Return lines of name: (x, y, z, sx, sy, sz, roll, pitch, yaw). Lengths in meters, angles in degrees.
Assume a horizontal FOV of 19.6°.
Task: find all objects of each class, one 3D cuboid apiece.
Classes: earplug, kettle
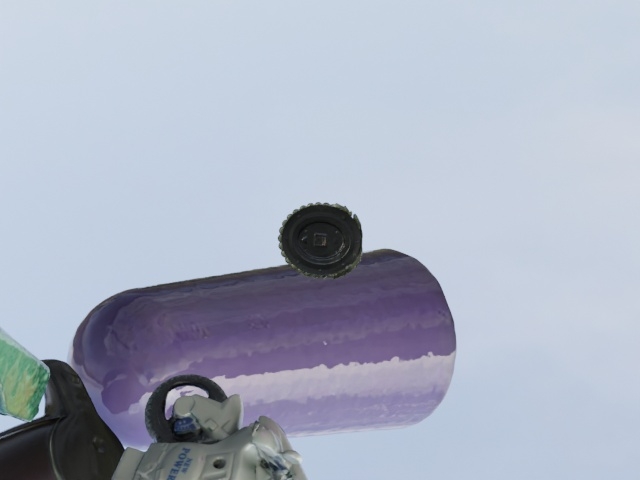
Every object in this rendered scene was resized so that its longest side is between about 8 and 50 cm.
earplug: (-0.077, 0.126, 2.039, 0.456, 0.215, 0.215, -4, -162, -42)
kettle: (-0.287, 0.230, 1.744, 0.232, 0.202, 0.144, -31, 151, 27)

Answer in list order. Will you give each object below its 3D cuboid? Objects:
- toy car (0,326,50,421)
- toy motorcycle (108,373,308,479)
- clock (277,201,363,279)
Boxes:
toy car: (-0.270, 0.030, 1.069, 0.141, 0.097, 0.320, 19, 167, 17)
toy motorcycle: (-0.084, 0.202, 1.297, 0.150, 0.102, 0.221, 17, -118, 12)
clock: (0.000, 0.000, 1.771, 0.083, 0.074, 0.010, 2, -175, 9)
